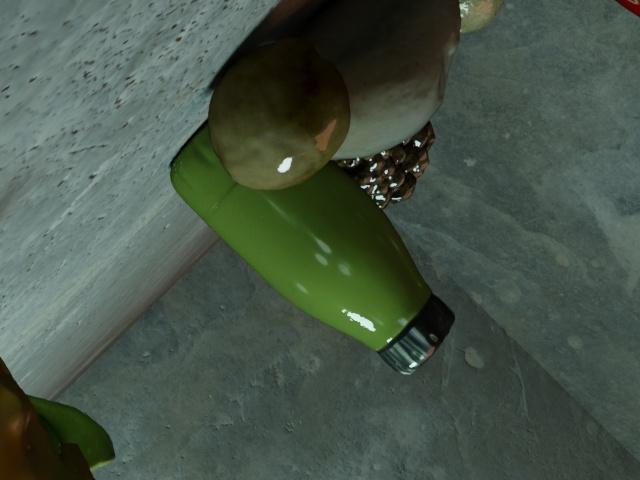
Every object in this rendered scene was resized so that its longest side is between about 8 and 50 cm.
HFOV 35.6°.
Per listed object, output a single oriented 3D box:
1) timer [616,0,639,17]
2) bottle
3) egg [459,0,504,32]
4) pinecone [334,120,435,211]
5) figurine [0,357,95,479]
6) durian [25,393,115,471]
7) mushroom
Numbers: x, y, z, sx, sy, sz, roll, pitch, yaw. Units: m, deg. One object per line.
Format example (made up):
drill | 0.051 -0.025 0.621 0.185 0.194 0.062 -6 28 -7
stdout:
timer | 0.373 -0.376 0.878 0.378 0.279 0.378 -48 -179 1
bottle | 0.000 0.000 0.827 0.112 0.260 0.112 -46 -178 2
egg | 0.193 -0.342 1.362 0.116 0.118 0.140 7 158 -34
pinecone | 0.036 -0.124 1.173 0.204 0.184 0.179 -101 -154 -58
figurine | -0.188 0.112 0.312 0.246 0.131 0.156 -31 -171 6
durian | -0.210 0.149 0.434 0.101 0.139 0.250 -21 -153 51
mushroom | 0.029 -0.132 0.783 0.128 0.128 0.350 -44 179 33
